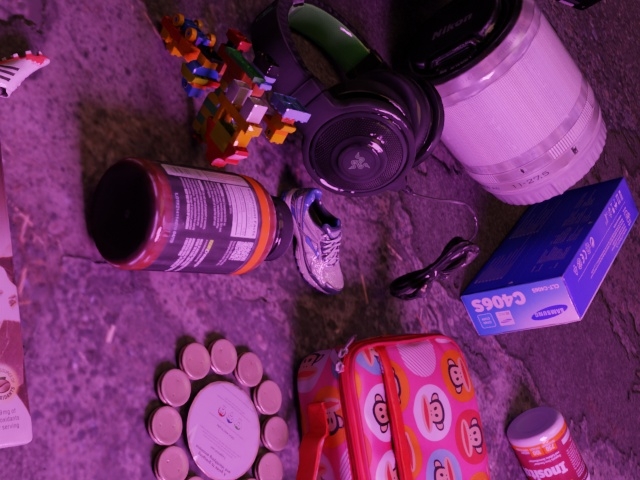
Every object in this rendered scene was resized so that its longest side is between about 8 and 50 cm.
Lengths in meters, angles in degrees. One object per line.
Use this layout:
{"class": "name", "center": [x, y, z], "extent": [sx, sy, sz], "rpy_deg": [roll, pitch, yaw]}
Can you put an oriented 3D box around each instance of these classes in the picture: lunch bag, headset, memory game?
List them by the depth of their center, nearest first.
{"class": "memory game", "center": [-0.098, 0.190, 0.903], "extent": [0.186, 0.012, 0.186], "rpy_deg": [21, 62, -46]}
{"class": "lunch bag", "center": [0.074, 0.253, 1.013], "extent": [0.258, 0.120, 0.293], "rpy_deg": [2, 74, -46]}
{"class": "headset", "center": [0.048, -0.117, 1.105], "extent": [0.394, 0.185, 0.243], "rpy_deg": [51, 28, -1]}

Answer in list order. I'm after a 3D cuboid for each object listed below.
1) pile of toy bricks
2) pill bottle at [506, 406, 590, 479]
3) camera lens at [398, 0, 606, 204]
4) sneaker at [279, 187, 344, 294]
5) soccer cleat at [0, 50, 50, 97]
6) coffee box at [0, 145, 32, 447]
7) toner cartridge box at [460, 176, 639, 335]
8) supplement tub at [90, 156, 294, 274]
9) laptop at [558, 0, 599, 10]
{"class": "pile of toy bricks", "center": [-0.101, -0.141, 0.943], "extent": [0.118, 0.105, 0.212], "rpy_deg": [7, 34, -43]}
{"class": "pill bottle", "center": [0.340, 0.326, 1.320], "extent": [0.086, 0.086, 0.152], "rpy_deg": [-44, 111, -48]}
{"class": "camera lens", "center": [0.262, -0.212, 1.311], "extent": [0.274, 0.219, 0.219], "rpy_deg": [45, 47, -31]}
{"class": "sneaker", "center": [0.000, 0.000, 1.051], "extent": [0.052, 0.058, 0.135], "rpy_deg": [-36, 106, -50]}
{"class": "soccer cleat", "center": [-0.275, -0.145, 0.799], "extent": [0.083, 0.029, 0.035], "rpy_deg": [-27, 107, -48]}
{"class": "coffee box", "center": [-0.300, 0.001, 0.603], "extent": [0.119, 0.168, 0.297], "rpy_deg": [1, 77, -50]}
{"class": "toner cartridge box", "center": [0.362, 0.018, 1.395], "extent": [0.348, 0.165, 0.075], "rpy_deg": [-42, 109, -48]}
{"class": "supplement tub", "center": [-0.116, -0.019, 0.882], "extent": [0.198, 0.106, 0.106], "rpy_deg": [6, 72, -50]}
{"class": "laptop", "center": [0.258, -0.478, 1.199], "extent": [0.382, 0.408, 0.236], "rpy_deg": [7, 73, -36]}
